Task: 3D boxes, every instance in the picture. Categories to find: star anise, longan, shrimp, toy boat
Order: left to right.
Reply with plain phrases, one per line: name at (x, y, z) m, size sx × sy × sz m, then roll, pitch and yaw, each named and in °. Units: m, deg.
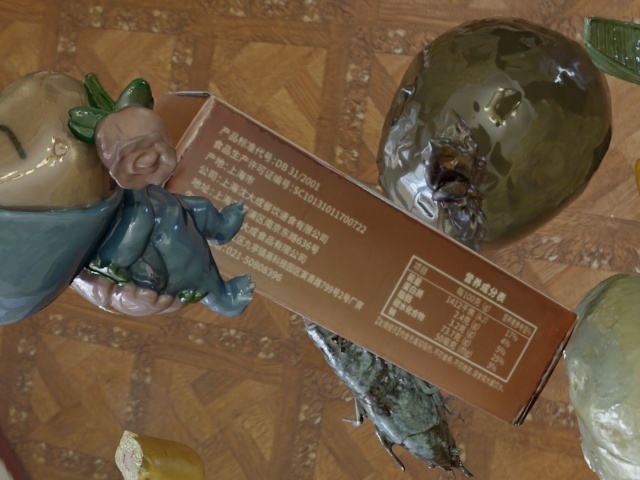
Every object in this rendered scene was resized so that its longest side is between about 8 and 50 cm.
shrimp at (0.111, 0.235, 1.311) m, size 0.221 × 0.166 × 0.410 m, roll -32°, pitch 121°, yaw 26°
star anise at (0.191, -0.073, 1.132) m, size 0.073 × 0.197 × 0.212 m, roll -5°, pitch 123°, yaw 20°
longan at (0.294, -0.189, 1.458) m, size 0.436 × 0.404 × 0.404 m, roll -42°, pitch 78°, yaw 6°
toy boat at (0.498, -0.275, 1.226) m, size 0.293 × 0.055 × 0.093 m, roll 7°, pitch 76°, yaw -23°

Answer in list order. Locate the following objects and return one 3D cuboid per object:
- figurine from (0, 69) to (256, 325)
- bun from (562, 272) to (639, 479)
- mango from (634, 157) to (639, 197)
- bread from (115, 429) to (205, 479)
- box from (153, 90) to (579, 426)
figurine at (-0.103, -0.023, 0.379) m, size 0.144 × 0.178 × 0.114 m, roll -49°, pitch 44°, yaw 30°
bun at (0.330, 0.173, 0.828) m, size 0.146 × 0.287 × 0.287 m, roll -27°, pitch 83°, yaw 27°
mango at (0.723, -0.125, 1.601) m, size 0.201 × 0.350 × 0.199 m, roll -1°, pitch 113°, yaw 21°
bread at (-0.307, 0.435, 1.591) m, size 0.134 × 0.173 × 0.085 m, roll 32°, pitch 96°, yaw 53°
box at (0.000, 0.000, 0.817) m, size 0.385 × 0.344 × 0.122 m, roll 29°, pitch 91°, yaw -19°
